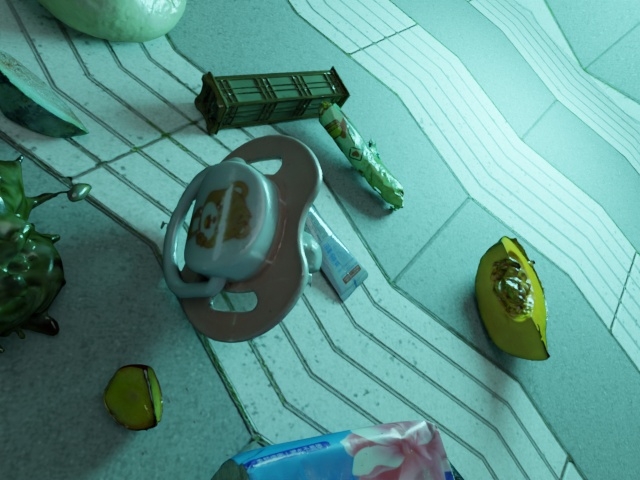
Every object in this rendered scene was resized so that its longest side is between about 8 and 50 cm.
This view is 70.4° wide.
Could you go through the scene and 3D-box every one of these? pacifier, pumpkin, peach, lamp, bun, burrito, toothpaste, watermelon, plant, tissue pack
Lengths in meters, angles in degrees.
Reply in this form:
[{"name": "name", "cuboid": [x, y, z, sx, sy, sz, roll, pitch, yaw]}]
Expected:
[{"name": "pacifier", "cuboid": [-0.100, -0.006, 0.705, 0.273, 0.220, 0.332, 14, 71, -21]}, {"name": "pumpkin", "cuboid": [0.432, 0.137, 1.002, 0.163, 0.111, 0.278, 13, 55, -41]}, {"name": "peach", "cuboid": [-0.242, 0.209, 0.609, 0.083, 0.050, 0.077, 32, 75, 3]}, {"name": "lamp", "cuboid": [-0.092, -0.300, 0.960, 0.325, 0.089, 0.090, -17, 74, -34]}, {"name": "bun", "cuboid": [-0.410, -0.565, 0.859, 0.361, 0.213, 0.361, 15, 58, -24]}, {"name": "burrito", "cuboid": [0.100, -0.192, 1.008, 0.288, 0.054, 0.104, 51, 35, -3]}, {"name": "toothpaste", "cuboid": [0.000, 0.000, 0.865, 0.234, 0.057, 0.089, 51, 54, -2]}, {"name": "watermelon", "cuboid": [-0.463, -0.228, 0.732, 0.180, 0.081, 0.094, 50, 34, -15]}, {"name": "plant", "cuboid": [-0.487, 0.031, 0.575, 0.334, 0.180, 0.251, -9, 72, 3]}, {"name": "tissue pack", "cuboid": [0.007, 0.326, 0.587, 0.270, 0.209, 0.137, -1, 55, -28]}]

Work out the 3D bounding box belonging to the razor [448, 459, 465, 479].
[{"name": "razor", "cuboid": [0.221, 0.395, 0.774, 0.066, 0.033, 0.190, -41, 81, 3]}]
